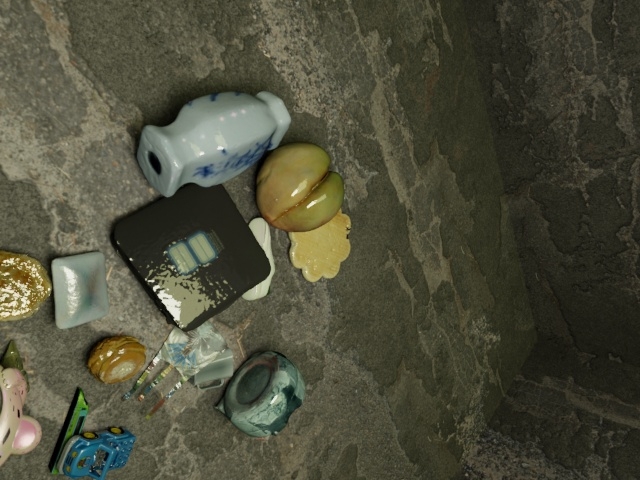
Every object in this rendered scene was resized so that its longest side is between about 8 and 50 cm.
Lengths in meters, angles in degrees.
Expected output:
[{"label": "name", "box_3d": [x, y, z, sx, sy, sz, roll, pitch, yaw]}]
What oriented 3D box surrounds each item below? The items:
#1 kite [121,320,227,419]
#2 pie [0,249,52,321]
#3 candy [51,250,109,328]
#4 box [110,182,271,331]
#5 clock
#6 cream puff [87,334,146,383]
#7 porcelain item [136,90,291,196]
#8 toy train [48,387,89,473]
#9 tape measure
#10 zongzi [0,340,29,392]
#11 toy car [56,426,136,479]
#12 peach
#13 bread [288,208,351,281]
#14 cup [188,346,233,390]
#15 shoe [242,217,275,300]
[{"label": "kite", "box_3d": [-0.411, 0.362, 1.260, 0.309, 0.169, 0.015, -55, 170, -18]}, {"label": "pie", "box_3d": [-0.713, 0.102, 0.986, 0.194, 0.079, 0.163, 10, 85, -39]}, {"label": "candy", "box_3d": [-0.590, 0.120, 1.090, 0.138, 0.071, 0.174, -16, 107, -62]}, {"label": "box", "box_3d": [-0.348, 0.032, 1.238, 0.350, 0.091, 0.359, -38, 103, -32]}, {"label": "clock", "box_3d": [-0.748, 0.351, 0.877, 0.284, 0.114, 0.309, -35, 88, -44]}, {"label": "cream puff", "box_3d": [-0.535, 0.306, 1.150, 0.144, 0.103, 0.126, -3, 122, -57]}, {"label": "porcelain item", "box_3d": [-0.278, -0.279, 1.201, 0.405, 0.242, 0.178, -36, 84, -38]}, {"label": "toy train", "box_3d": [-0.636, 0.485, 1.132, 0.042, 0.044, 0.209, 24, 81, -40]}, {"label": "tape measure", "box_3d": [-0.179, 0.482, 1.391, 0.147, 0.275, 0.256, 51, 59, -29]}, {"label": "zongzi", "box_3d": [-0.765, 0.317, 1.006, 0.154, 0.062, 0.130, -20, 88, -21]}, {"label": "toy car", "box_3d": [-0.565, 0.557, 1.144, 0.191, 0.100, 0.097, 28, 81, -61]}, {"label": "peach", "box_3d": [-0.070, -0.162, 1.403, 0.293, 0.247, 0.291, -10, 119, -18]}, {"label": "bread", "box_3d": [0.000, 0.000, 1.611, 0.316, 0.054, 0.315, -8, 101, -42]}, {"label": "cup", "box_3d": [-0.340, 0.393, 1.348, 0.130, 0.095, 0.128, -5, 102, -38]}, {"label": "shoe", "box_3d": [-0.197, 0.063, 1.434, 0.110, 0.095, 0.264, 16, 82, -60]}]
